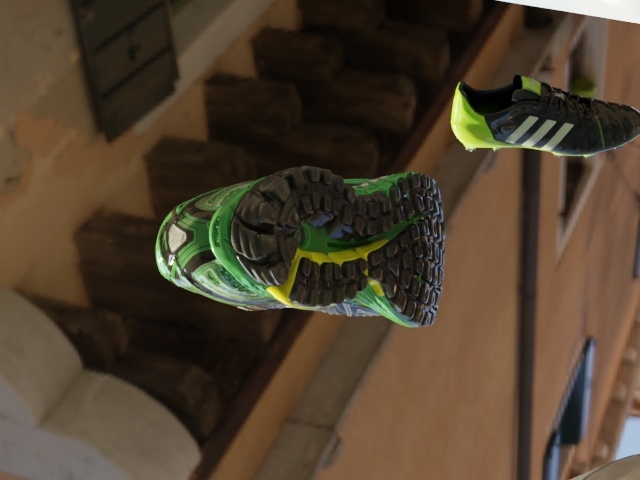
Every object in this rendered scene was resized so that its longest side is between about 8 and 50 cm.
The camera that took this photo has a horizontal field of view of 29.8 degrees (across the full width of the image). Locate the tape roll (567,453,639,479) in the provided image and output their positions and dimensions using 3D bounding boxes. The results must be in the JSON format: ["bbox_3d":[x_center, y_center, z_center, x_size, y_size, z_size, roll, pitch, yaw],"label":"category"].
[{"bbox_3d":[0.164,0.217,0.573,0.219,0.072,0.219,14,-121,-24],"label":"tape roll"}]

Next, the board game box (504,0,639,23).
[{"bbox_3d":[0.134,-0.314,0.798,0.086,0.302,0.308,-26,-152,-22],"label":"board game box"}]

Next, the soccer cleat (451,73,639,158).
[{"bbox_3d":[0.211,-0.118,1.121,0.179,0.072,0.060,1,-136,10],"label":"soccer cleat"}]

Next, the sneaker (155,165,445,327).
[{"bbox_3d":[0.000,0.000,1.018,0.146,0.134,0.343,-1,172,34],"label":"sneaker"}]
